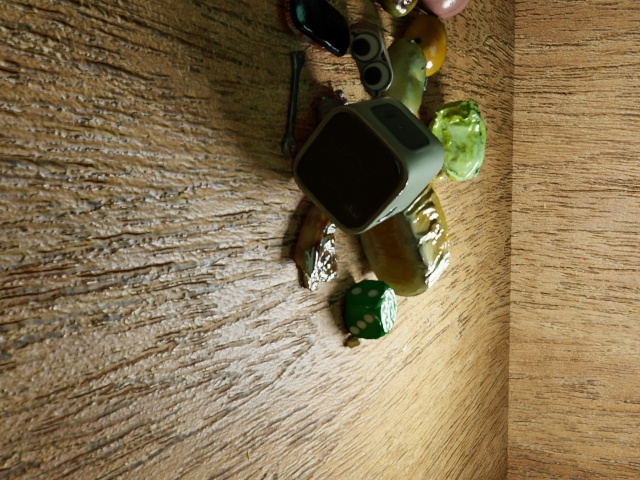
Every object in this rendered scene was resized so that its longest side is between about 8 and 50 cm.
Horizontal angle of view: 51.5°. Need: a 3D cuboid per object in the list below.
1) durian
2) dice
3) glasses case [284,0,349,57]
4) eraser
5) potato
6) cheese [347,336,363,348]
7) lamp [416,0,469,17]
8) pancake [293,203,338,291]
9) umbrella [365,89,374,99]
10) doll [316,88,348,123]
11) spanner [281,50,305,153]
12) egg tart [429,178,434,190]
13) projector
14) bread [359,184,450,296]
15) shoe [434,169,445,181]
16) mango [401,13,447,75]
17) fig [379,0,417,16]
[{"bbox_3d":[0.480,-0.337,2.331,0.339,0.204,0.256,11,75,-81],"label":"durian"},{"bbox_3d":[0.141,0.194,1.862,0.131,0.120,0.128,-53,135,-47],"label":"dice"},{"bbox_3d":[-0.004,-0.521,1.592,0.266,0.067,0.103,11,81,-60],"label":"glasses case"},{"bbox_3d":[0.128,-0.469,1.686,0.290,0.087,0.171,-79,149,-68],"label":"eraser"},{"bbox_3d":[0.239,-0.462,1.941,0.169,0.143,0.248,28,64,-69],"label":"potato"},{"bbox_3d":[0.110,0.281,1.892,0.083,0.044,0.030,-25,98,-55],"label":"cheese"},{"bbox_3d":[0.400,-0.866,2.097,0.305,0.239,0.305,17,71,-63],"label":"lamp"},{"bbox_3d":[0.000,0.000,1.657,0.212,0.056,0.257,-9,100,-60],"label":"pancake"},{"bbox_3d":[0.146,-0.479,1.908,0.044,0.044,0.269,-3,86,-35],"label":"umbrella"},{"bbox_3d":[0.033,-0.332,1.676,0.094,0.079,0.180,61,27,-21],"label":"doll"},{"bbox_3d":[-0.063,-0.327,1.559,0.054,0.015,0.255,13,81,-58],"label":"spanner"},{"bbox_3d":[0.279,-0.190,2.068,0.294,0.123,0.294,-12,104,-61],"label":"egg tart"},{"bbox_3d":[0.119,-0.187,1.604,0.248,0.248,0.249,47,32,10],"label":"projector"},{"bbox_3d":[0.241,-0.028,1.902,0.183,0.236,0.389,-50,133,-45],"label":"bread"},{"bbox_3d":[0.391,-0.241,2.317,0.072,0.069,0.109,-56,133,-33],"label":"shoe"},{"bbox_3d":[0.336,-0.632,2.120,0.254,0.139,0.175,-65,153,-46],"label":"mango"},{"bbox_3d":[0.230,-0.732,1.931,0.153,0.120,0.136,-65,149,-17],"label":"fig"}]
